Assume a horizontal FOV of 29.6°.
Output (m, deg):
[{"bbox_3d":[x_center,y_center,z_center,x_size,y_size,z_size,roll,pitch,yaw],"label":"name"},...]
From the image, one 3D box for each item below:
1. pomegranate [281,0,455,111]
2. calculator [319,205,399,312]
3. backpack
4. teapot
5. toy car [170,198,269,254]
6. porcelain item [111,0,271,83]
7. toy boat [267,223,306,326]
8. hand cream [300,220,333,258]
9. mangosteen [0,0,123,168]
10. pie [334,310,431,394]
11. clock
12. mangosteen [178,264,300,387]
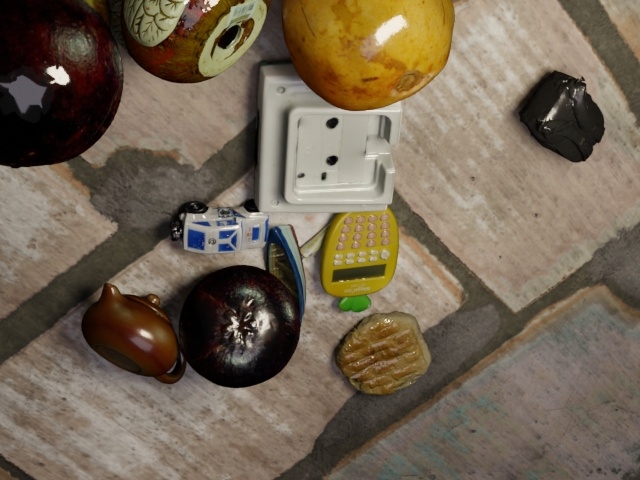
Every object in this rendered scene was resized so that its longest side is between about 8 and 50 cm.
[{"bbox_3d":[0.069,-0.328,1.790,0.264,0.264,0.264,-7,126,-9],"label":"pomegranate"},{"bbox_3d":[0.069,0.030,2.160,0.146,0.032,0.235,-6,125,-19],"label":"calculator"},{"bbox_3d":[0.410,-0.203,2.046,0.120,0.106,0.165,-51,140,-4],"label":"backpack"},{"bbox_3d":[-0.308,0.163,2.110,0.252,0.178,0.135,48,64,-42],"label":"teapot"},{"bbox_3d":[-0.170,-0.019,2.051,0.170,0.070,0.080,-2,125,-13],"label":"toy car"},{"bbox_3d":[-0.198,-0.363,1.746,0.253,0.253,0.253,-7,126,-9],"label":"porcelain item"},{"bbox_3d":[-0.057,0.059,2.140,0.046,0.080,0.229,-36,135,-33],"label":"toy boat"},{"bbox_3d":[0.000,0.000,2.139,0.102,0.022,0.035,-40,125,8],"label":"hand cream"},{"bbox_3d":[-0.430,-0.255,1.686,0.330,0.330,0.330,-7,126,-9],"label":"mangosteen"},{"bbox_3d":[0.117,0.217,2.303,0.195,0.046,0.195,-7,125,-11],"label":"pie"},{"bbox_3d":[0.012,-0.158,1.973,0.231,0.116,0.262,-3,124,-11],"label":"clock"},{"bbox_3d":[-0.138,0.147,2.108,0.216,0.216,0.216,-7,126,-9],"label":"mangosteen"}]
